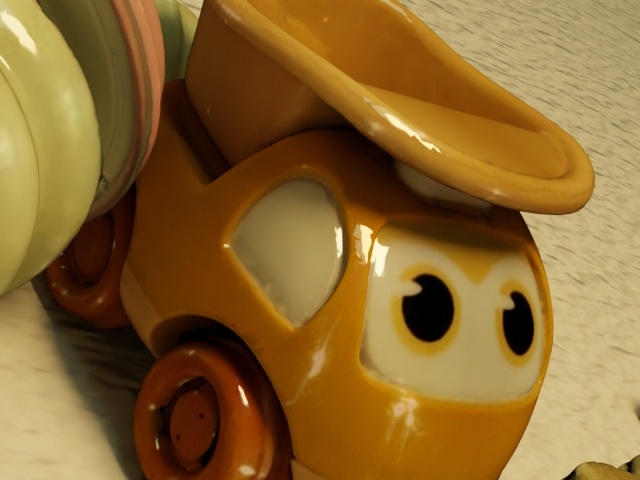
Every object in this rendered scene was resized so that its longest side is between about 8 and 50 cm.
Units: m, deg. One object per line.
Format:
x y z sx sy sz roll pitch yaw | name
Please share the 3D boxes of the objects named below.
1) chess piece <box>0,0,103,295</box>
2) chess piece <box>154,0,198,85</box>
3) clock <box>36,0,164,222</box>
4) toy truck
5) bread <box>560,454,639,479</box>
-0.224 0.008 0.596 0.182 0.182 0.330 37 30 -1 | chess piece
-0.070 -0.088 0.993 0.243 0.133 0.133 15 32 -38 | chess piece
-0.178 -0.105 0.768 0.244 0.244 0.056 38 49 -1 | clock
0.000 0.000 0.847 0.204 0.212 0.288 10 33 -45 | toy truck
0.205 0.220 0.925 0.207 0.056 0.286 22 27 -31 | bread
